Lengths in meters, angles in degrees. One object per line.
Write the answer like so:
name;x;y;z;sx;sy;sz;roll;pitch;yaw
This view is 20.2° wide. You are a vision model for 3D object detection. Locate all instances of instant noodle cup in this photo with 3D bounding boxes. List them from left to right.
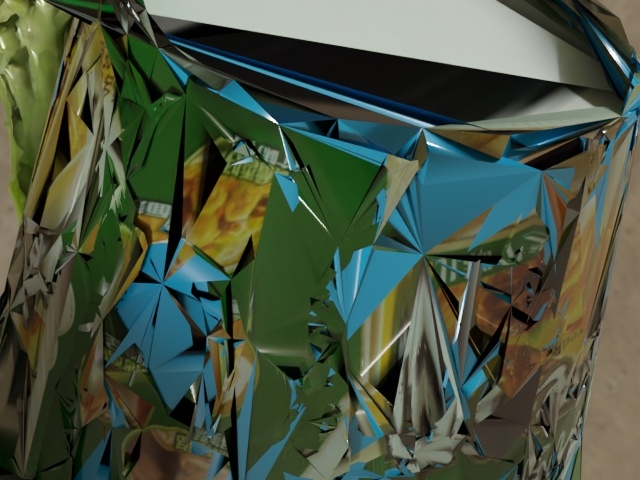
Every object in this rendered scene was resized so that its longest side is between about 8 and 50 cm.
instant noodle cup;0.000;0.000;0.605;0.240;0.240;0.178;-74;178;-61

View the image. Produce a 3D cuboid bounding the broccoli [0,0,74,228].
broccoli;-0.138;-0.069;1.130;0.274;0.353;0.397;-14;-151;18
